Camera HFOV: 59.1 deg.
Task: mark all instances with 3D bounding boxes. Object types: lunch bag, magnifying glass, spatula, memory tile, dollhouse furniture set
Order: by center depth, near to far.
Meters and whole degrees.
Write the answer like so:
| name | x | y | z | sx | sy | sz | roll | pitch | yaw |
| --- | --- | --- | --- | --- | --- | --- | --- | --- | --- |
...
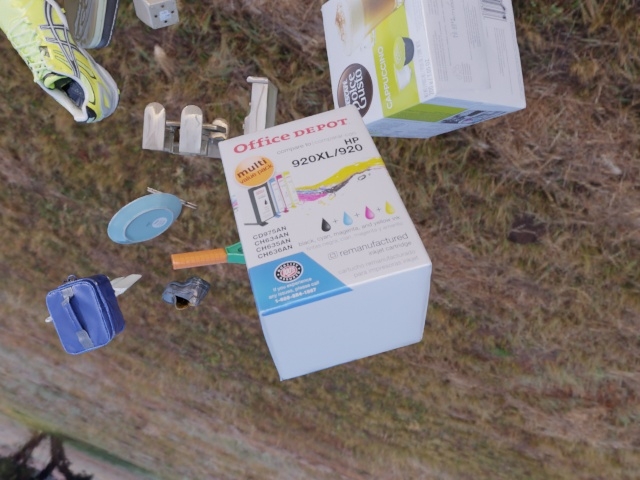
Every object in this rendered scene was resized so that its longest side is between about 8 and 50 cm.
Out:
| name | x | y | z | sx | sy | sz | roll | pitch | yaw |
| --- | --- | --- | --- | --- | --- | --- | --- | --- | --- |
| lunch bag | -0.299 | 0.090 | 0.718 | 0.067 | 0.099 | 0.065 | -19 | -172 | 1 |
| magnifying glass | -0.142 | 0.021 | 0.990 | 0.230 | 0.092 | 0.026 | -9 | 123 | -19 |
| dollhouse furniture set | -0.223 | -0.258 | 1.185 | 0.241 | 0.161 | 0.212 | 6 | -174 | 6 |
| spatula | -0.631 | 0.158 | 1.578 | 0.168 | 0.242 | 0.019 | 1 | 117 | 24 |
| memory tile | -0.424 | -0.121 | 1.612 | 0.113 | 0.012 | 0.148 | 20 | 179 | -37 |

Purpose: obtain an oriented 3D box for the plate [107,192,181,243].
| name | x | y | z | sx | sy | sz | roll | pitch | yaw |
| --- | --- | --- | --- | --- | --- | --- | --- | --- | --- |
| plate | -0.419 | -0.045 | 1.368 | 0.024 | 0.188 | 0.188 | 55 | 165 | 21 |

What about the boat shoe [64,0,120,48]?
| name | x | y | z | sx | sy | sz | roll | pitch | yaw |
| --- | --- | --- | --- | --- | --- | --- | --- | --- | --- |
| boat shoe | -0.215 | -0.310 | 0.587 | 0.080 | 0.224 | 0.073 | 11 | -171 | 39 |

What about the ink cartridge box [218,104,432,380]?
| name | x | y | z | sx | sy | sz | roll | pitch | yaw |
| --- | --- | --- | --- | --- | --- | --- | --- | --- | --- |
| ink cartridge box | 0.000 | 0.000 | 0.636 | 0.171 | 0.233 | 0.168 | -16 | 145 | -5 |

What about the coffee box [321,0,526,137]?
| name | x | y | z | sx | sy | sz | roll | pitch | yaw |
| --- | --- | --- | --- | --- | --- | --- | --- | --- | --- |
| coffee box | 0.245 | -0.455 | 1.389 | 0.338 | 0.338 | 0.334 | -7 | 179 | -37 |

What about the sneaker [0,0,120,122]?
| name | x | y | z | sx | sy | sz | roll | pitch | yaw |
| --- | --- | --- | --- | --- | --- | --- | --- | --- | --- |
| sneaker | -0.645 | -0.451 | 1.350 | 0.145 | 0.147 | 0.385 | -33 | 115 | 20 |

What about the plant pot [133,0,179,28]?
| name | x | y | z | sx | sy | sz | roll | pitch | yaw |
| --- | --- | --- | --- | --- | --- | --- | --- | --- | --- |
| plant pot | -0.432 | -0.629 | 1.501 | 0.096 | 0.108 | 0.109 | 57 | 160 | 28 |

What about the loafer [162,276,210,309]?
| name | x | y | z | sx | sy | sz | roll | pitch | yaw |
| --- | --- | --- | --- | --- | --- | --- | --- | --- | --- |
| loafer | -0.322 | 0.129 | 1.302 | 0.062 | 0.061 | 0.170 | 37 | 145 | -27 |
